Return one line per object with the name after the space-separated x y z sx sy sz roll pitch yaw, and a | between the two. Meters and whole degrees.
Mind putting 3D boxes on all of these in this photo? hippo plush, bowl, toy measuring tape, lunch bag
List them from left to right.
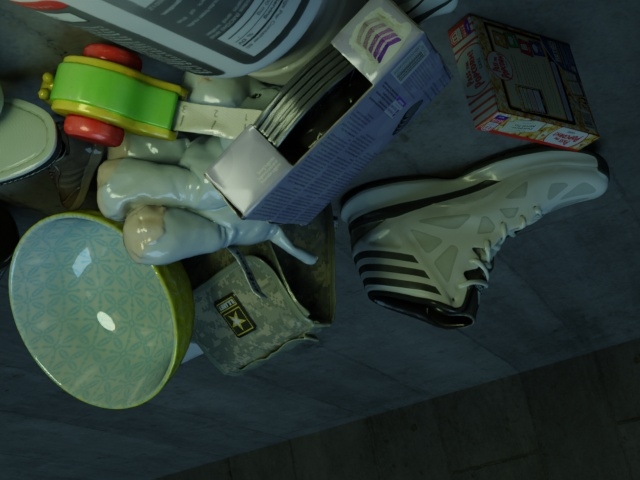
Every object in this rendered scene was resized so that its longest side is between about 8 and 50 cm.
-0.285 0.078 1.483 0.289 0.289 0.156 -26 -175 31 | bowl
-0.196 -0.155 1.155 0.330 0.121 0.121 12 169 29 | toy measuring tape
-0.123 -0.093 1.256 0.234 0.294 0.236 -35 168 -45 | hippo plush
-0.099 0.042 1.544 0.169 0.287 0.235 8 151 -39 | lunch bag

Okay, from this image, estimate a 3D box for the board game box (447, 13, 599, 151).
0.263 -0.200 1.329 0.193 0.146 0.045 7 151 -36 | board game box

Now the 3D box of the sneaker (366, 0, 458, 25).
0.004 -0.237 1.147 0.331 0.122 0.146 -16 155 12 | sneaker

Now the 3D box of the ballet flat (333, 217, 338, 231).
0.000 0.000 1.813 0.041 0.041 0.114 4 153 -33 | ballet flat

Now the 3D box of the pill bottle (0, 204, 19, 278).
-0.530 0.033 1.528 0.123 0.122 0.219 3 153 -31 | pill bottle

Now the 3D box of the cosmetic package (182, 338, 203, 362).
-0.351 0.159 1.890 0.225 0.138 0.224 -29 152 32 | cosmetic package

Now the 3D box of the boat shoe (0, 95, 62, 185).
-0.434 -0.106 1.255 0.303 0.114 0.091 0 165 20 | boat shoe

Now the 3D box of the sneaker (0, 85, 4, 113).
-0.401 -0.201 1.057 0.123 0.106 0.290 -17 156 18 | sneaker

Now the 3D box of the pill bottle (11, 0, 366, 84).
-0.120 -0.260 0.902 0.210 0.210 0.363 -23 162 26 | pill bottle

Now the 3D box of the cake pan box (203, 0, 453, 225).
0.018 -0.121 1.066 0.246 0.070 0.267 -47 170 9 | cake pan box

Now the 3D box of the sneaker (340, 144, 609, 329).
0.274 0.012 1.689 0.448 0.257 0.169 -12 157 2 | sneaker

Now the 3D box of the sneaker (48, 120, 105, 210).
-0.337 -0.107 1.393 0.071 0.066 0.188 18 145 -16 | sneaker
